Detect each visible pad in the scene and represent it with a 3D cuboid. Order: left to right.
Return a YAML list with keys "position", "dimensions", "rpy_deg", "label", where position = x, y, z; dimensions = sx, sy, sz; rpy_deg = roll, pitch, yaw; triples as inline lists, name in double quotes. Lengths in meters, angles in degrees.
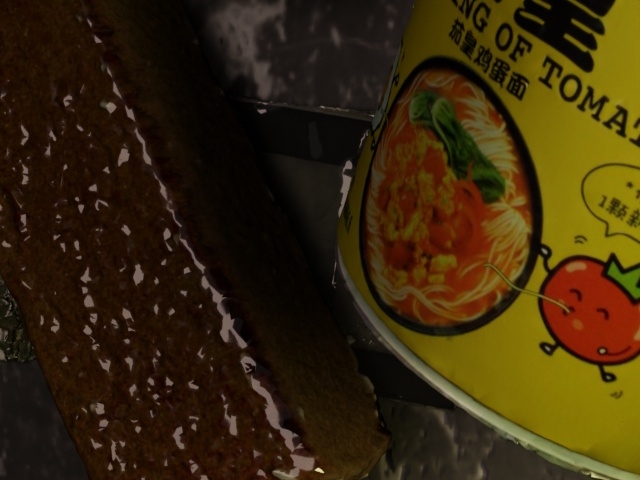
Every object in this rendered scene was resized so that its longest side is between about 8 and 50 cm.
- position: [0.000, 0.000, 1.099]
  dimensions: [0.233, 0.022, 0.174]
  rpy_deg: [11, 96, 30]
  label: "pad"

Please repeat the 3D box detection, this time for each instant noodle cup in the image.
- position: [0.168, -0.052, 0.856]
  dimensions: [0.325, 0.325, 0.254]
  rpy_deg: [37, 117, 24]
  label: "instant noodle cup"

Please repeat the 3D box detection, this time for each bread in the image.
- position: [-0.115, -0.011, 1.090]
  dimensions: [0.165, 0.113, 0.416]
  rpy_deg: [-32, 75, 25]
  label: "bread"

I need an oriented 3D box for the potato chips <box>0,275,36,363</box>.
- position: [-0.180, -0.003, 1.199]
  dimensions: [0.209, 0.026, 0.142]
  rpy_deg: [-22, 78, 27]
  label: "potato chips"
